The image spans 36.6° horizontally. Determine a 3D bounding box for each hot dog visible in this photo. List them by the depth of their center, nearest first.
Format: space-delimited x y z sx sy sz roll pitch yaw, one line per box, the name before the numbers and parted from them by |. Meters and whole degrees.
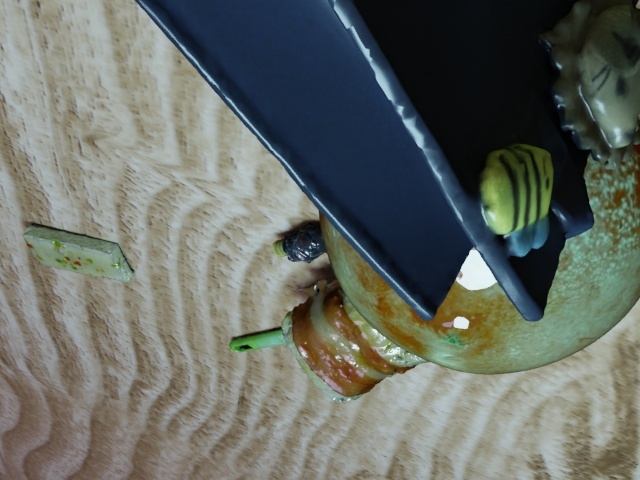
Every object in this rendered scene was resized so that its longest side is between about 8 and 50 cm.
hot dog | 0.050 0.096 1.076 0.213 0.103 0.146 -28 98 43

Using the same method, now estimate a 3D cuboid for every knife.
knife | -0.049 0.132 1.274 0.054 0.015 0.212 37 147 -29

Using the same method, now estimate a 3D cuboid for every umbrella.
umbrella | 0.000 0.000 1.024 0.037 0.040 0.144 36 150 -29

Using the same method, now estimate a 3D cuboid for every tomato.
tomato | 0.123 -0.017 0.738 0.270 0.223 0.270 18 150 11

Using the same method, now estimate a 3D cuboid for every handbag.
handbag | 0.073 -0.159 0.492 0.122 0.303 0.329 -3 138 43

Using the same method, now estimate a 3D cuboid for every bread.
bread | -0.328 0.019 1.304 0.153 0.028 0.068 12 143 21
